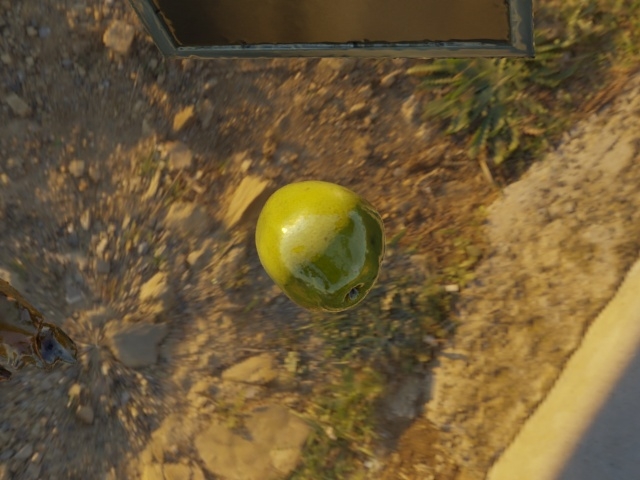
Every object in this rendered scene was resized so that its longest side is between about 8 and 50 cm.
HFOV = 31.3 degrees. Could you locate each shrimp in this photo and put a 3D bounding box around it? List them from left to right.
[{"bbox_3d":[-0.248,0.044,0.758,0.188,0.132,0.051,29,60,6],"label":"shrimp"}]

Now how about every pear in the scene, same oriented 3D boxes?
[{"bbox_3d":[0.000,0.000,0.760,0.092,0.092,0.097,-36,69,-12],"label":"pear"}]

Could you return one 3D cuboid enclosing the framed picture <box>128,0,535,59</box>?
[{"bbox_3d":[-0.003,-0.173,0.716,0.275,0.217,0.017,3,69,11],"label":"framed picture"}]
